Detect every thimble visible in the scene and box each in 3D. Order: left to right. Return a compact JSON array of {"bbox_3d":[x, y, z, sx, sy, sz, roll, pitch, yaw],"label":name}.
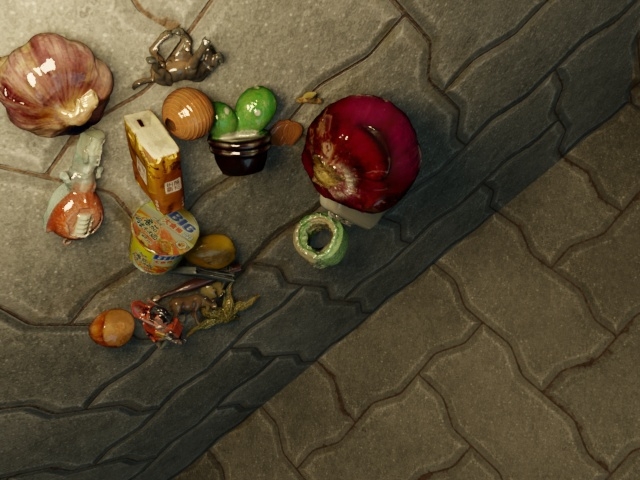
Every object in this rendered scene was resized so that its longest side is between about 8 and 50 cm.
[{"bbox_3d":[0.000,0.000,2.244,0.219,0.219,0.150,-38,156,3],"label":"thimble"}]

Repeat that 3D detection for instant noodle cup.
[{"bbox_3d":[-0.493,0.000,1.717,0.205,0.204,0.153,-12,154,-39],"label":"instant noodle cup"}]

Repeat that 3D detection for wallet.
[{"bbox_3d":[-0.427,0.118,2.017,0.168,0.036,0.222,2,172,31],"label":"wallet"}]

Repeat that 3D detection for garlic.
[{"bbox_3d":[-0.550,-0.304,1.182,0.245,0.160,0.245,-26,160,-10],"label":"garlic"}]

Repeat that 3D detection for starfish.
[{"bbox_3d":[-0.399,0.295,2.414,0.358,0.078,0.347,-20,146,-28],"label":"starfish"}]

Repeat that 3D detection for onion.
[{"bbox_3d":[0.173,-0.309,1.853,0.420,0.398,0.398,-43,163,-42],"label":"onion"}]

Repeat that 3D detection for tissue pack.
[{"bbox_3d":[-0.427,-0.199,1.468,0.092,0.183,0.226,-24,151,-26],"label":"tissue pack"}]

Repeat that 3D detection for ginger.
[{"bbox_3d":[-0.032,-0.437,1.719,0.097,0.030,0.048,-8,169,-39],"label":"ginger"}]

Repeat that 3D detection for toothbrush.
[{"bbox_3d":[-0.467,0.161,2.148,0.364,0.040,0.040,-22,150,-24],"label":"toothbrush"}]

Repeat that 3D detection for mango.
[{"bbox_3d":[-0.387,0.042,1.983,0.195,0.098,0.137,-8,131,-38],"label":"mango"}]

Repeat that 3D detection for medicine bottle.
[{"bbox_3d":[0.153,-0.189,2.171,0.375,0.123,0.282,22,95,-58],"label":"medicine bottle"}]

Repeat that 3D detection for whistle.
[{"bbox_3d":[-0.615,-0.125,1.439,0.142,0.133,0.346,3,126,-39],"label":"whistle"}]

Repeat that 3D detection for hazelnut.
[{"bbox_3d":[-0.737,0.306,1.985,0.150,0.150,0.150,-28,152,-16],"label":"hazelnut"}]

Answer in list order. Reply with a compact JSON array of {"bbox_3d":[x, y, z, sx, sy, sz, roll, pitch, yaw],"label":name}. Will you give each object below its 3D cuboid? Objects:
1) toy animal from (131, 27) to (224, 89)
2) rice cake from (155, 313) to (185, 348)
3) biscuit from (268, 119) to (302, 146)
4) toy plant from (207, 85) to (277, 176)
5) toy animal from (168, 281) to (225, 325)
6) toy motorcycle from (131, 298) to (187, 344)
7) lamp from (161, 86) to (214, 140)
[{"bbox_3d":[-0.336,-0.417,1.337,0.233,0.084,0.148,-29,154,-21],"label":"toy animal"},{"bbox_3d":[-0.616,0.374,2.320,0.206,0.036,0.047,-52,161,28],"label":"rice cake"},{"bbox_3d":[-0.113,-0.339,1.790,0.131,0.019,0.102,-5,138,-45],"label":"biscuit"},{"bbox_3d":[-0.220,-0.306,1.574,0.218,0.175,0.235,-16,121,-24],"label":"toy plant"},{"bbox_3d":[-0.480,0.242,2.191,0.215,0.094,0.185,1,113,-28],"label":"toy animal"},{"bbox_3d":[-0.604,0.320,2.129,0.298,0.171,0.089,84,27,-56],"label":"toy motorcycle"},{"bbox_3d":[-0.337,-0.321,1.432,0.136,0.136,0.136,-28,152,-16],"label":"lamp"}]
